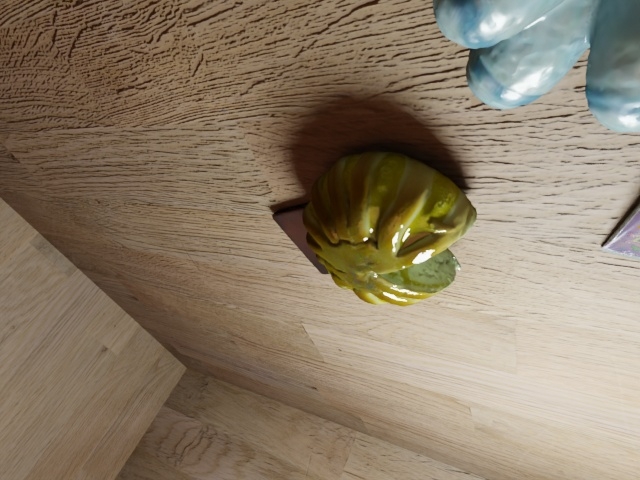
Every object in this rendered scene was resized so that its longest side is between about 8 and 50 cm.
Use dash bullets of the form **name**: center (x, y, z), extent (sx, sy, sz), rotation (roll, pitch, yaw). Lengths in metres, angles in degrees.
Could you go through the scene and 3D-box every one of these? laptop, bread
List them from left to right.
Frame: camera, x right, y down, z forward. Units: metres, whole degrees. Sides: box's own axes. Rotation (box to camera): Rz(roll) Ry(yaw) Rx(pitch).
- **laptop**: center (0.000, 0.000, 0.957), extent (0.153, 0.026, 0.207), rotation (-8, 131, 46)
- **bread**: center (0.102, -0.002, 0.752), extent (0.332, 0.160, 0.333), rotation (21, 145, 16)

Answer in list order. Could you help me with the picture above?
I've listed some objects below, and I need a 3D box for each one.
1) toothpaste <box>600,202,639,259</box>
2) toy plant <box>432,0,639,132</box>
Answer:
- **toothpaste**: center (0.453, -0.047, 0.518), extent (0.113, 0.073, 0.299), rotation (15, 152, 22)
- **toy plant**: center (0.226, -0.222, 0.314), extent (0.247, 0.247, 0.332), rotation (30, 149, -1)
